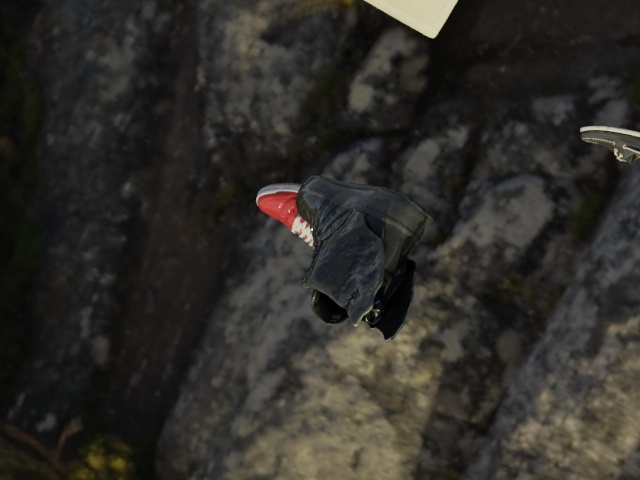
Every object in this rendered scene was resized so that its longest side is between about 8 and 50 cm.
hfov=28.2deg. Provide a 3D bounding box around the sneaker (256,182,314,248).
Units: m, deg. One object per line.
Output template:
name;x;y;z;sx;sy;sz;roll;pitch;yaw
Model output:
sneaker;0.000;0.000;1.003;0.042;0.118;0.067;107;-179;-58

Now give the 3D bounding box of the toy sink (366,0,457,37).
toy sink;0.085;-0.381;1.524;0.153;0.234;0.131;-59;-1;-45

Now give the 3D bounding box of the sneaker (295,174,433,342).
sneaker;0.013;0.011;0.793;0.089;0.051;0.170;-60;26;-10

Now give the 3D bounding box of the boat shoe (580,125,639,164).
boat shoe;0.343;-0.101;1.386;0.125;0.046;0.038;10;95;22
